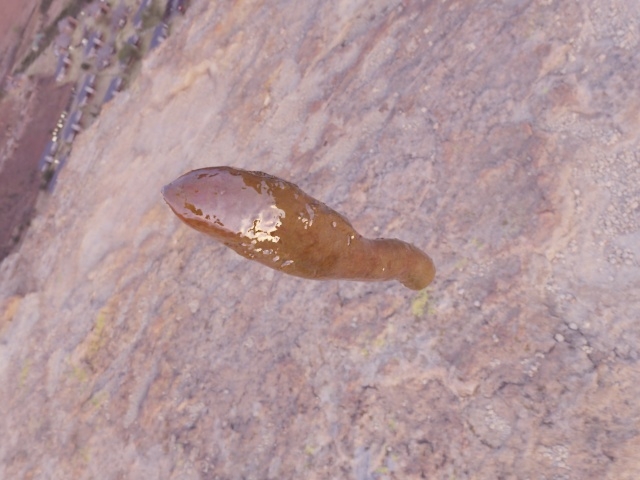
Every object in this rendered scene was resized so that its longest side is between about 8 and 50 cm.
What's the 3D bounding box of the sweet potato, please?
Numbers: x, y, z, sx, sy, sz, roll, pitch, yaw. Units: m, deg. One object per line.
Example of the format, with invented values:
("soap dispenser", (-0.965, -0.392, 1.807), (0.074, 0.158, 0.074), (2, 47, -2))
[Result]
("sweet potato", (0.000, 0.000, 0.683), (0.109, 0.385, 0.109), (-39, 41, 45))
